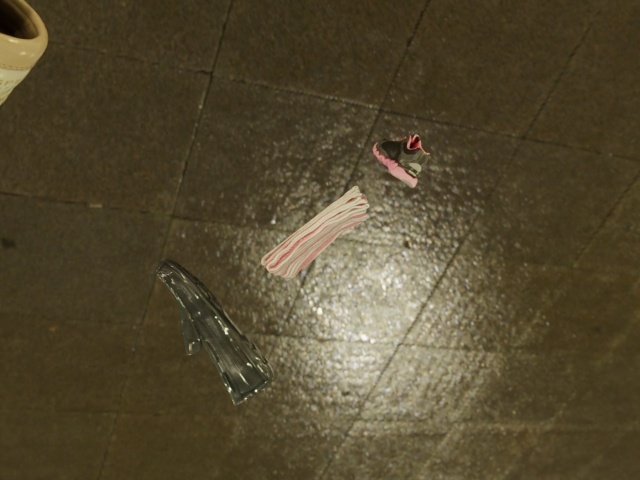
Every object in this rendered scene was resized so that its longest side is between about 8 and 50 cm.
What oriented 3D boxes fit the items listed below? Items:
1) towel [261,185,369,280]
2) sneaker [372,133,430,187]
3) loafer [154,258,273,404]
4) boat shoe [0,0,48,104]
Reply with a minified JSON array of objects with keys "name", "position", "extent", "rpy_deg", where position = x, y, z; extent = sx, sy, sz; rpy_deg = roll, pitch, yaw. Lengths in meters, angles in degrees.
[{"name":"towel","position":[0.000,0.000,0.956],"extent":[0.144,0.029,0.197],"rpy_deg":[-37,173,-1]},{"name":"sneaker","position":[0.106,-0.112,0.972],"extent":[0.047,0.119,0.057],"rpy_deg":[26,106,-25]},{"name":"loafer","position":[-0.155,0.123,1.036],"extent":[0.078,0.076,0.223],"rpy_deg":[-39,92,-5]},{"name":"boat shoe","position":[-0.356,-0.243,0.566],"extent":[0.110,0.121,0.341],"rpy_deg":[-29,122,36]}]
